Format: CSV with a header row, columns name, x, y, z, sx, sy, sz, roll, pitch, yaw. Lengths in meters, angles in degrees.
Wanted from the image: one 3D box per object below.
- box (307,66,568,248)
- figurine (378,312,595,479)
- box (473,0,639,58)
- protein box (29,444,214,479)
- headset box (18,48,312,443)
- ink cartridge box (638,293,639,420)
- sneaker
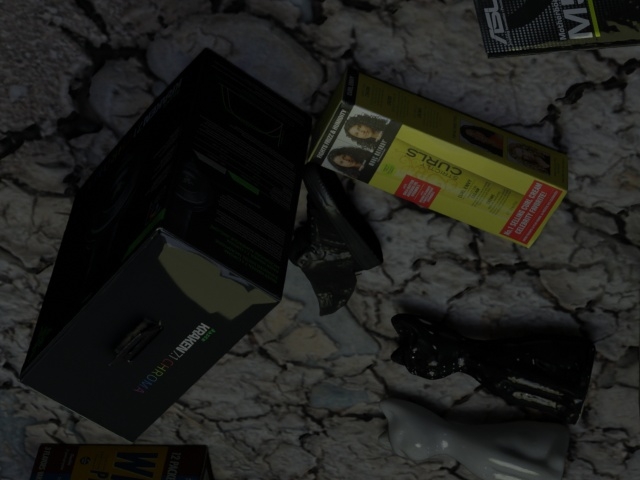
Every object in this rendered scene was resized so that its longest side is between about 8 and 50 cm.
name,x,y,z,sx,sy,sz,roll,pitch,yaw
box,0.111,-0.076,1.711,0.232,0.058,0.087,21,130,-12
figurine,0.164,0.172,1.914,0.209,0.092,0.215,13,133,6
box,0.200,-0.243,1.442,0.184,0.045,0.191,-2,118,26
protein box,-0.220,0.350,2.076,0.200,0.136,0.201,0,131,8
headset box,-0.141,0.012,1.673,0.131,0.283,0.246,32,128,-20
ink cartridge box,0.371,0.116,1.734,0.129,0.223,0.307,-1,131,8
sneaker,0.000,-0.002,1.795,0.089,0.051,0.170,-22,128,19
